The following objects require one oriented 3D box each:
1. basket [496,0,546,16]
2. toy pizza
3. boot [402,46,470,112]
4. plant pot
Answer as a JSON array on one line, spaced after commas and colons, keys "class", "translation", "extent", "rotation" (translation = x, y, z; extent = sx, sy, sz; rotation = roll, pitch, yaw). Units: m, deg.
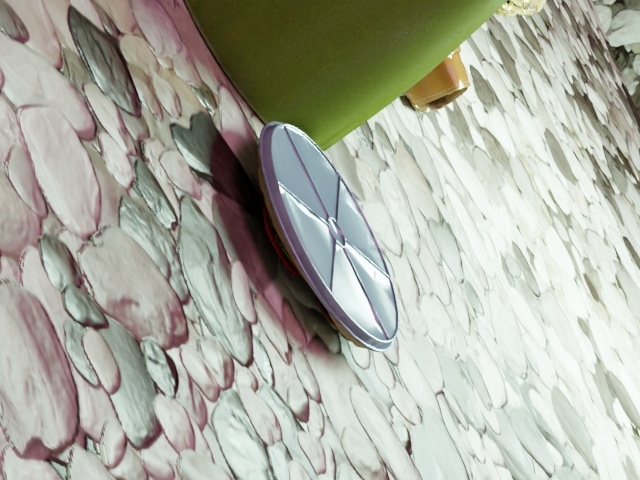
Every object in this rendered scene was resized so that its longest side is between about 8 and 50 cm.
[{"class": "basket", "translation": [0.142, -0.394, 2.303], "extent": [0.299, 0.223, 0.213], "rotation": [29, 71, -60]}, {"class": "toy pizza", "translation": [0.000, 0.000, 1.454], "extent": [0.201, 0.032, 0.201], "rotation": [53, 19, -28]}, {"class": "boot", "translation": [0.081, -0.246, 1.882], "extent": [0.283, 0.109, 0.220], "rotation": [90, -20, -83]}, {"class": "plant pot", "translation": [0.059, -0.260, 1.558], "extent": [0.275, 0.293, 0.274], "rotation": [53, 20, -29]}]
